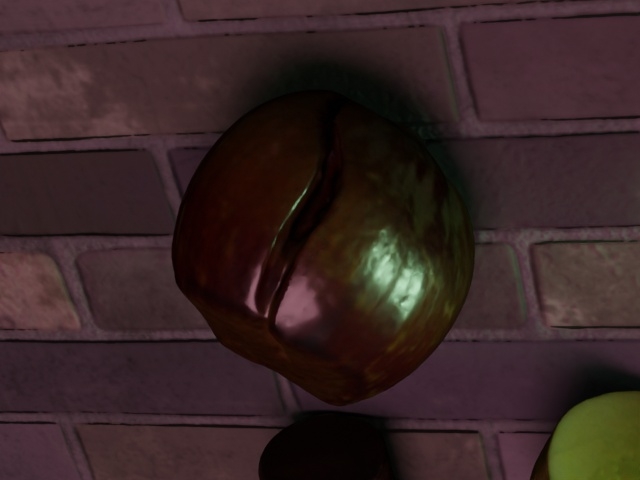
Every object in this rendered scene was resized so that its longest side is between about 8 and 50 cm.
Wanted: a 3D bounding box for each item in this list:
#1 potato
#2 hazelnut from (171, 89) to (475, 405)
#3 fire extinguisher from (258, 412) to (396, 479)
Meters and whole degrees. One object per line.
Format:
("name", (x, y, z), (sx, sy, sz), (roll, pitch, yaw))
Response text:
("potato", (0.246, 0.233, 1.513), (0.204, 0.178, 0.158), (15, 149, -11))
("hazelnut", (0.000, 0.000, 1.396), (0.218, 0.218, 0.234), (-21, 137, 31))
("fire extinguisher", (0.039, 0.319, 1.667), (0.135, 0.114, 0.337), (28, 142, 42))
